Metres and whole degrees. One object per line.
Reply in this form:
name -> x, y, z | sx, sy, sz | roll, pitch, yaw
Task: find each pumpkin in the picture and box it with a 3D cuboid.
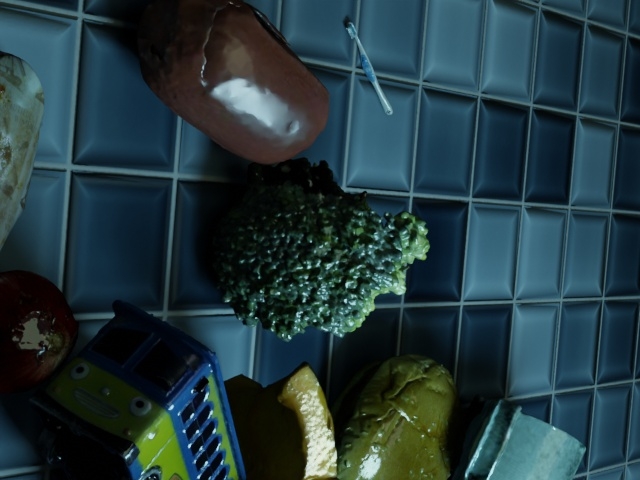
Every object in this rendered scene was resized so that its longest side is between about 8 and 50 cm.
pumpkin -> -0.071, 0.286, 1.608 | 0.095, 0.290, 0.258 | -3, 81, -39

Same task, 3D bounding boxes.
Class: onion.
onion -> -0.311, 0.092, 1.361 | 0.131, 0.131, 0.131 | -10, 103, -51

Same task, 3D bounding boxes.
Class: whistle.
whistle -> 0.265, 0.330, 2.039 | 0.405, 0.188, 0.168 | 41, 72, -54

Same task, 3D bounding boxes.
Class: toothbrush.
toothbrush -> 0.070, -0.240, 1.878 | 0.162, 0.014, 0.017 | 60, 36, -37

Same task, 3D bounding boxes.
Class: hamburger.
hamburger -> 0.093, 0.275, 1.888 | 0.309, 0.132, 0.211 | -54, 135, -31

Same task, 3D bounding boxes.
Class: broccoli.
broccoli -> 0.000, 0.000, 1.696 | 0.247, 0.263, 0.243 | 63, 9, 6

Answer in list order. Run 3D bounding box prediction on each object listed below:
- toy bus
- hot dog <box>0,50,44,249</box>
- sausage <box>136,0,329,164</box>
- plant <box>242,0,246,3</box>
toy bus -> -0.189, 0.217, 1.435 | 0.175, 0.138, 0.288 | -50, 154, -29
hot dog -> -0.348, -0.062, 1.325 | 0.144, 0.075, 0.268 | 42, 59, -51
sausage -> -0.099, -0.192, 1.557 | 0.279, 0.152, 0.152 | 38, 66, -47
plant -> -0.100, -0.262, 1.633 | 0.102, 0.051, 0.051 | 47, 59, -51
